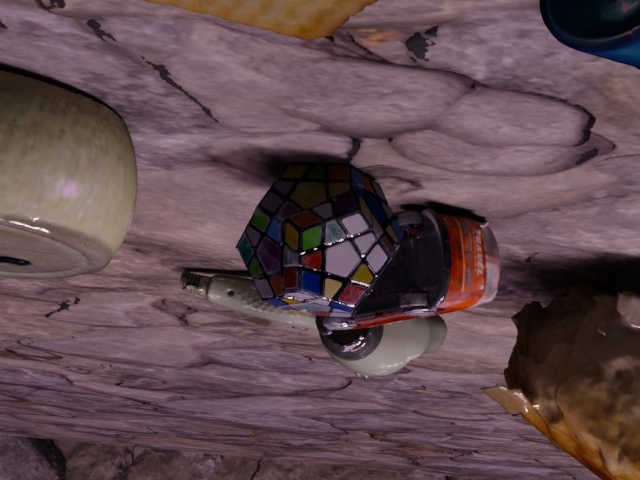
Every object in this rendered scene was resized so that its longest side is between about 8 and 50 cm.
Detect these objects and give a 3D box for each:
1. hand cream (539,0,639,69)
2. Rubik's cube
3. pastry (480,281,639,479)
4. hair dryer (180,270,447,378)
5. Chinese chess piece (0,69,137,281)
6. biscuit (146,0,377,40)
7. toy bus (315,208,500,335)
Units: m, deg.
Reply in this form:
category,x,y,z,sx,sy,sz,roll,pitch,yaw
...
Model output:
category,x,y,z,sx,sy,sz,roll,pitch,yaw
hand cream,0.222,-0.086,0.713,0.270,0.061,0.120,9,169,-34
Rubik's cube,0.000,0.000,1.082,0.111,0.111,0.093,11,-166,-21
pastry,0.299,0.162,1.325,0.329,0.136,0.329,35,179,1
hair dryer,0.021,0.070,1.452,0.225,0.088,0.219,12,178,42
Chinese chess piece,-0.226,-0.039,1.020,0.237,0.092,0.238,5,168,1
biscuit,-0.030,-0.141,0.634,0.172,0.029,0.254,11,166,-20
toy bus,0.063,0.024,1.206,0.077,0.079,0.174,4,169,-33
